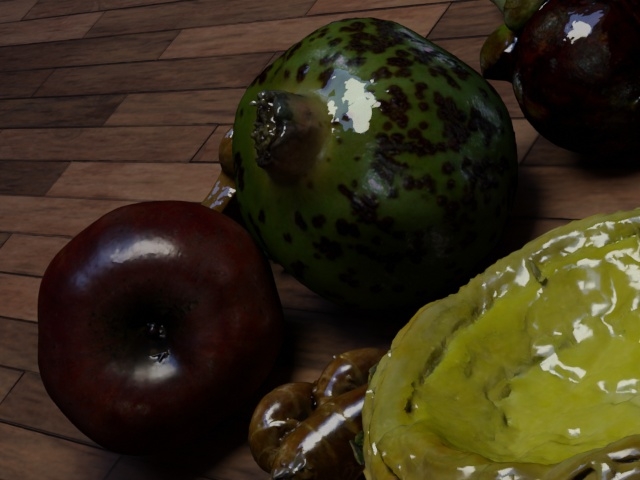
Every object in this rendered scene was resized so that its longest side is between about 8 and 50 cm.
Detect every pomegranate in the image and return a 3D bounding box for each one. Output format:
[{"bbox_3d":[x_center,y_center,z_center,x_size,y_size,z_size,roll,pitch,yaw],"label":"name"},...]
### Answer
[{"bbox_3d":[0.035,-0.070,1.265,0.254,0.270,0.254,-15,67,39],"label":"pomegranate"}]

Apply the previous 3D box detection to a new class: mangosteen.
[{"bbox_3d":[0.226,-0.157,1.259,0.184,0.172,0.172,24,65,40],"label":"mangosteen"}]

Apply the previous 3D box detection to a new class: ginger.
[{"bbox_3d":[0.014,0.143,1.190,0.162,0.073,0.103,-36,44,-8],"label":"ginger"}]

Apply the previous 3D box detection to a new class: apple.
[{"bbox_3d":[-0.139,0.068,1.316,0.234,0.234,0.234,-26,33,19],"label":"apple"}]

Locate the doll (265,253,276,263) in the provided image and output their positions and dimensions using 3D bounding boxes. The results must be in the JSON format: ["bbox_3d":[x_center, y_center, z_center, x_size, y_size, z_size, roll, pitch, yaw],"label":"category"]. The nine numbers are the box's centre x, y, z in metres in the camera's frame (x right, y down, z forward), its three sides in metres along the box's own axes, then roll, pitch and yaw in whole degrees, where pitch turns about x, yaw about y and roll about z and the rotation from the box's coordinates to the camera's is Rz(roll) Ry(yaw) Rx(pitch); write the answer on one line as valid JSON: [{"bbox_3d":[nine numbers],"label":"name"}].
[{"bbox_3d":[-0.006,-0.009,1.399,0.078,0.077,0.113,-43,31,-25],"label":"doll"}]

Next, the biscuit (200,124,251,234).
[{"bbox_3d":[-0.027,-0.090,1.433,0.039,0.180,0.236,41,98,33],"label":"biscuit"}]

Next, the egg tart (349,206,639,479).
[{"bbox_3d":[0.186,0.107,0.948,0.345,0.132,0.345,-19,22,8],"label":"egg tart"}]

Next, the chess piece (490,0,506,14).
[{"bbox_3d":[0.226,-0.255,1.443,0.144,0.144,0.251,-36,25,3],"label":"chess piece"}]
